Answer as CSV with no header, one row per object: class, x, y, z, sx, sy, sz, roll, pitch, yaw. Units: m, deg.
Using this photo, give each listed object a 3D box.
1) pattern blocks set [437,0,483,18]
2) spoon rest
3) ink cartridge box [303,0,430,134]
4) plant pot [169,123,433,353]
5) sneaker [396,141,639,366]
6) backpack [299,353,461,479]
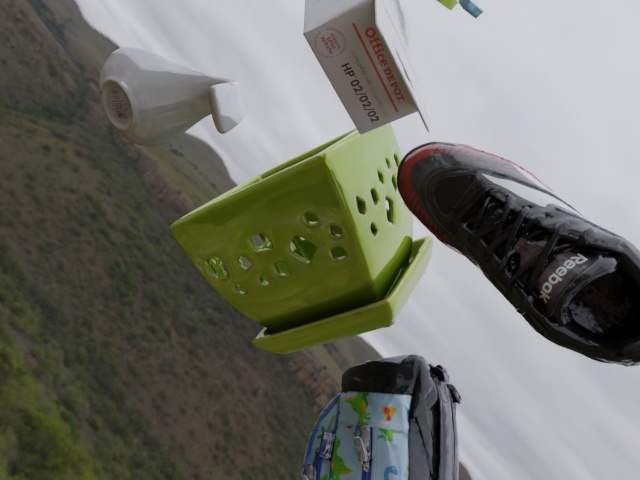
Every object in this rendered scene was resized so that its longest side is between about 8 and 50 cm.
pattern blocks set,0.134,-0.466,0.931,0.325,0.026,0.285,-1,58,-53
spoon rest,-0.196,-0.183,0.788,0.276,0.084,0.137,14,-58,38
ink cartridge box,0.036,-0.165,0.493,0.104,0.062,0.181,53,26,-39
plant pot,0.000,0.000,0.736,0.207,0.227,0.228,62,31,-10
sneaker,0.173,0.004,0.495,0.276,0.097,0.135,40,14,15
backpack,0.089,0.379,0.878,0.290,0.273,0.355,54,27,-59
